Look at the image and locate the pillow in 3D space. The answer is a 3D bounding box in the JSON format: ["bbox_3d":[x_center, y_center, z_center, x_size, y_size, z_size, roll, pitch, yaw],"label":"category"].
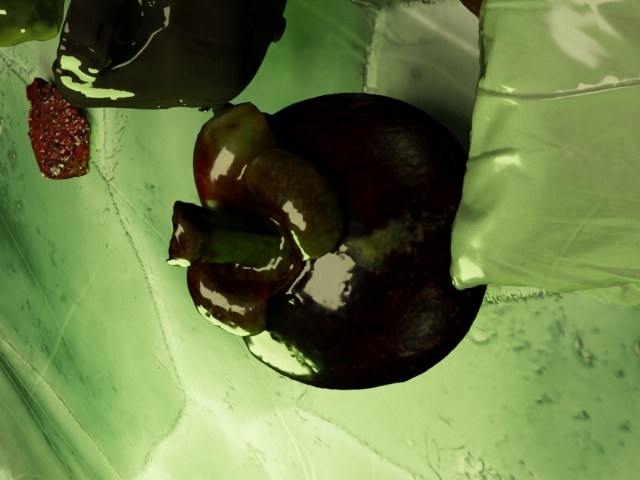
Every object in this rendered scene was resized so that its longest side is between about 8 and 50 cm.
[{"bbox_3d":[0.211,-0.099,0.340,0.283,0.138,0.310,6,119,14],"label":"pillow"}]

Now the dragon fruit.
[{"bbox_3d":[-0.349,-0.150,0.960,0.097,0.063,0.131,-44,74,12],"label":"dragon fruit"}]

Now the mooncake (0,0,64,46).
[{"bbox_3d":[-0.315,-0.365,0.634,0.393,0.246,0.394,28,115,52],"label":"mooncake"}]

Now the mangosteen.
[{"bbox_3d":[0.000,0.000,0.521,0.228,0.265,0.228,-3,85,39],"label":"mangosteen"}]

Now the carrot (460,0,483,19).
[{"bbox_3d":[0.106,-0.193,0.479,0.228,0.069,0.069,48,135,17],"label":"carrot"}]

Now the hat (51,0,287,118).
[{"bbox_3d":[-0.087,-0.219,0.606,0.238,0.209,0.336,-57,28,30],"label":"hat"}]
